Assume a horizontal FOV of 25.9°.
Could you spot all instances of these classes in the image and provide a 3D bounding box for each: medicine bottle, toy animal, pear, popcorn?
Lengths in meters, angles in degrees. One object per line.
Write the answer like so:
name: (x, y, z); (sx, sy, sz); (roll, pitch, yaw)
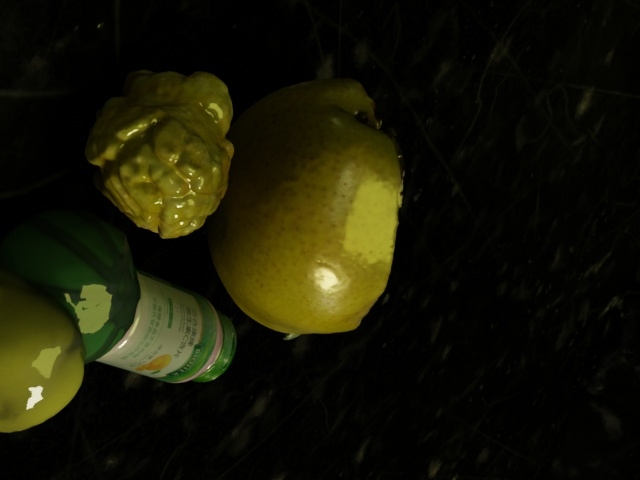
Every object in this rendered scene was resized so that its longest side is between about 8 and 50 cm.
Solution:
medicine bottle: (-0.223, 0.117, 1.867); (0.133, 0.133, 0.274); (-63, 150, -1)
toy animal: (-0.343, 0.109, 1.615); (0.338, 0.191, 0.216); (-43, 139, -28)
pear: (-0.055, -0.037, 1.871); (0.191, 0.340, 0.386); (-3, 136, -26)
popcorn: (-0.180, -0.111, 1.697); (0.203, 0.200, 0.226); (-54, 150, -4)

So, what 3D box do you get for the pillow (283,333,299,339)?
pillow: (0.000, 0.000, 2.144); (0.185, 0.075, 0.302); (-50, 154, -56)
